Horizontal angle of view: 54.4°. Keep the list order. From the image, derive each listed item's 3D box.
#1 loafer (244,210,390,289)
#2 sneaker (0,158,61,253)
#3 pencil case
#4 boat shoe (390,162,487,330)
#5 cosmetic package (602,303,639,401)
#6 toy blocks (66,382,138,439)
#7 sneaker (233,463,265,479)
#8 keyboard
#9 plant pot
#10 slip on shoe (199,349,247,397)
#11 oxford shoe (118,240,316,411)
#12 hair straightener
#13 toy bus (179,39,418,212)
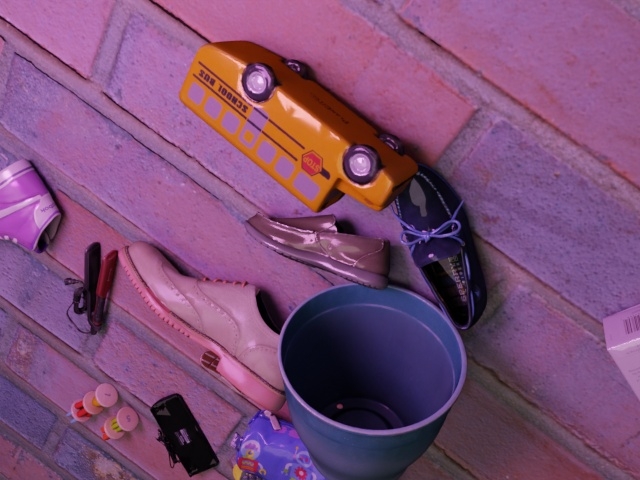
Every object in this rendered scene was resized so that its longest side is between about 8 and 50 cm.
[{"bbox_3d":[0.000,0.000,0.982,0.251,0.094,0.088,20,85,13],"label":"loafer"},{"bbox_3d":[-0.614,-0.022,1.192,0.282,0.102,0.161,-25,107,29],"label":"sneaker"},{"bbox_3d":[-0.007,0.405,1.149,0.305,0.119,0.133,14,110,15],"label":"pencil case"},{"bbox_3d":[0.181,0.009,0.901,0.109,0.089,0.258,-27,100,30],"label":"boat shoe"},{"bbox_3d":[0.507,0.198,0.872,0.117,0.085,0.231,-28,104,30],"label":"cosmetic package"},{"bbox_3d":[-0.485,0.389,1.364,0.148,0.054,0.123,-33,99,30],"label":"toy blocks"},{"bbox_3d":[-0.101,0.461,1.255,0.144,0.059,0.053,8,86,0],"label":"sneaker"},{"bbox_3d":[-0.297,0.411,1.323,0.100,0.038,0.192,-23,105,5],"label":"keyboard"},{"bbox_3d":[0.071,0.250,0.974,0.271,0.272,0.255,14,133,14],"label":"plant pot"},{"bbox_3d":[-0.171,0.255,1.188,0.135,0.052,0.041,30,161,-4],"label":"slip on shoe"},{"bbox_3d":[-0.179,0.115,1.095,0.397,0.140,0.147,40,91,5],"label":"oxford shoe"},{"bbox_3d":[-0.457,0.097,1.226,0.089,0.047,0.231,25,125,9],"label":"hair straightener"},{"bbox_3d":[-0.032,-0.153,0.870,0.332,0.108,0.130,40,121,10],"label":"toy bus"}]
